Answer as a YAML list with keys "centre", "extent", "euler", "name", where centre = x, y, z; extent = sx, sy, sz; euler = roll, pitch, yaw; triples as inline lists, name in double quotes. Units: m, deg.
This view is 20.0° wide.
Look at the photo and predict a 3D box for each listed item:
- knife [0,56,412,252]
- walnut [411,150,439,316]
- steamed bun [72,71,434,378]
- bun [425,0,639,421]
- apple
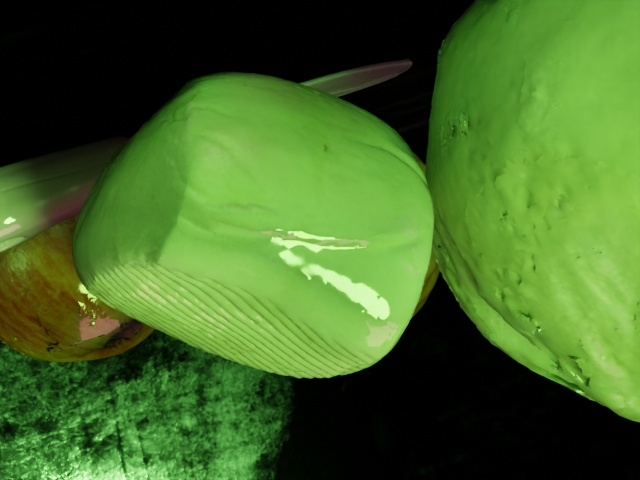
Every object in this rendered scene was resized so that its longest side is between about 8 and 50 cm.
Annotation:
- centre: [-0.076, -0.069, 1.113]
  extent: [0.336, 0.043, 0.081]
  euler: [-25, 175, -25]
  name: "knife"
- centre: [0.000, 0.000, 1.596]
  extent: [0.222, 0.195, 0.195]
  euler: [-16, 179, -11]
  name: "walnut"
- centre: [-0.031, -0.020, 0.969]
  extent: [0.170, 0.152, 0.239]
  euler: [23, 165, -16]
  name: "steamed bun"
- centre: [0.215, -0.029, 0.950]
  extent: [0.326, 0.234, 0.362]
  euler: [24, 154, -38]
  name: "bun"
- centre: [-0.160, 0.017, 1.175]
  extent: [0.146, 0.146, 0.146]
  euler: [-18, 179, 0]
  name: "apple"
